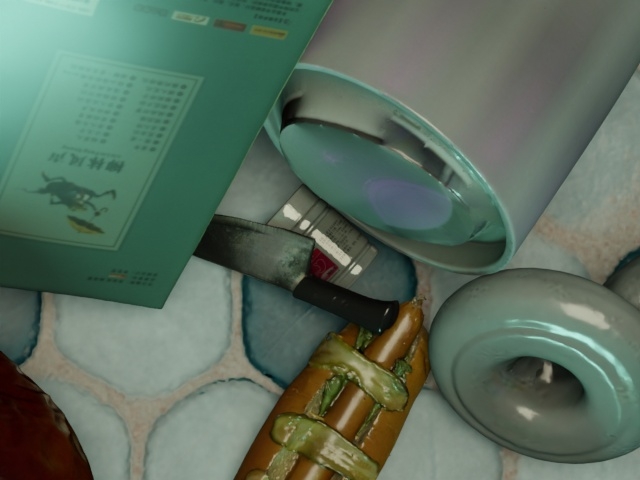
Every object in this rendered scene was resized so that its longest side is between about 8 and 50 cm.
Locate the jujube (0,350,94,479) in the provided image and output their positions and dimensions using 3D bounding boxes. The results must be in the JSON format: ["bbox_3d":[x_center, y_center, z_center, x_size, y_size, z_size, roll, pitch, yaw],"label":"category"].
[{"bbox_3d":[-0.328,0.167,1.466,0.223,0.223,0.318,-42,83,-9],"label":"jujube"}]

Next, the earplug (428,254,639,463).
[{"bbox_3d":[0.257,0.089,1.566,0.326,0.214,0.175,-6,47,-7],"label":"earplug"}]

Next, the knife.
[{"bbox_3d":[-0.036,0.017,1.576,0.230,0.028,0.060,21,112,17],"label":"knife"}]

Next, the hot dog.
[{"bbox_3d":[0.015,0.161,1.579,0.109,0.072,0.269,33,83,-5],"label":"hot dog"}]

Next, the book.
[{"bbox_3d":[-0.178,-0.087,1.405,0.264,0.379,0.031,11,43,-25],"label":"book"}]

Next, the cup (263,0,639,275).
[{"bbox_3d":[0.141,-0.170,1.525,0.253,0.253,0.371,39,69,-2],"label":"cup"}]

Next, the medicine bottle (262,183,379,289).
[{"bbox_3d":[0.000,0.000,1.597,0.091,0.058,0.058,42,81,-2],"label":"medicine bottle"}]
